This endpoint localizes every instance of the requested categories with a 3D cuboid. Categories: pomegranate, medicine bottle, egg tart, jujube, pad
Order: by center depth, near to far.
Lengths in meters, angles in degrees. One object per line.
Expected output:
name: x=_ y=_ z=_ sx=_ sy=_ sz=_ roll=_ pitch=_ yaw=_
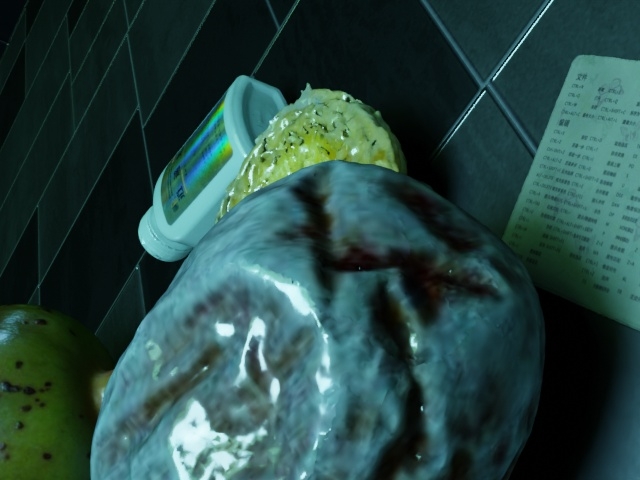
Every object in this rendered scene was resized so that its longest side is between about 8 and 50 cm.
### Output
pad: x=0.201 y=-0.026 z=0.561 sx=0.265 sy=0.009 sz=0.159 roll=27 pitch=98 yaw=61
jujube: x=0.001 y=0.099 z=0.612 sx=0.308 sy=0.215 sz=0.246 roll=-40 pitch=59 yaw=32
egg tart: x=0.000 y=0.000 z=0.806 sx=0.232 sy=0.098 sz=0.252 roll=4 pitch=81 yaw=54
medicine bottle: x=-0.117 y=-0.061 z=1.047 sx=0.229 sy=0.083 sz=0.121 roll=-44 pitch=41 yaw=41
pomegranate: x=-0.302 y=0.204 z=1.090 sx=0.291 sy=0.323 sz=0.290 roll=170 pitch=90 yaw=-78
